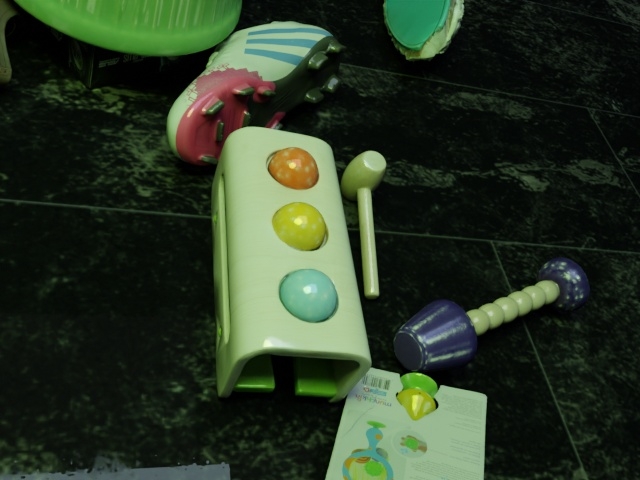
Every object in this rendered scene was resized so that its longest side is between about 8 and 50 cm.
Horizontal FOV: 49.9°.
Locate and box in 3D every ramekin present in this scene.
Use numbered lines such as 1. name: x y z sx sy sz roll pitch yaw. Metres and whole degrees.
1. ramekin: -0.224 -0.374 0.817 0.304 0.148 0.303 14 47 -15

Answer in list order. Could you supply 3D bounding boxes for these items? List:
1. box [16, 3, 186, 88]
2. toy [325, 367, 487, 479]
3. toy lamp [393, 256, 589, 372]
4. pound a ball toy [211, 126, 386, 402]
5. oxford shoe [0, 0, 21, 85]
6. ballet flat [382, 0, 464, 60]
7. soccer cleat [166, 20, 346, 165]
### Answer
1. box: -0.277 -0.294 0.883 0.147 0.077 0.180 -29 68 -39
2. toy: 0.074 0.222 0.619 0.137 0.056 0.237 12 39 7
3. toy lamp: 0.197 0.083 0.785 0.275 0.080 0.080 -17 61 -36
4. pound a ball toy: 0.000 0.000 0.724 0.208 0.135 0.319 8 50 -19
5. oxford shoe: -0.417 -0.283 0.818 0.098 0.097 0.271 14 49 -40
6. ballet flat: 0.180 -0.434 1.185 0.147 0.147 0.408 7 51 -19
7. soccer cleat: -0.102 -0.196 0.875 0.143 0.116 0.331 27 42 21
